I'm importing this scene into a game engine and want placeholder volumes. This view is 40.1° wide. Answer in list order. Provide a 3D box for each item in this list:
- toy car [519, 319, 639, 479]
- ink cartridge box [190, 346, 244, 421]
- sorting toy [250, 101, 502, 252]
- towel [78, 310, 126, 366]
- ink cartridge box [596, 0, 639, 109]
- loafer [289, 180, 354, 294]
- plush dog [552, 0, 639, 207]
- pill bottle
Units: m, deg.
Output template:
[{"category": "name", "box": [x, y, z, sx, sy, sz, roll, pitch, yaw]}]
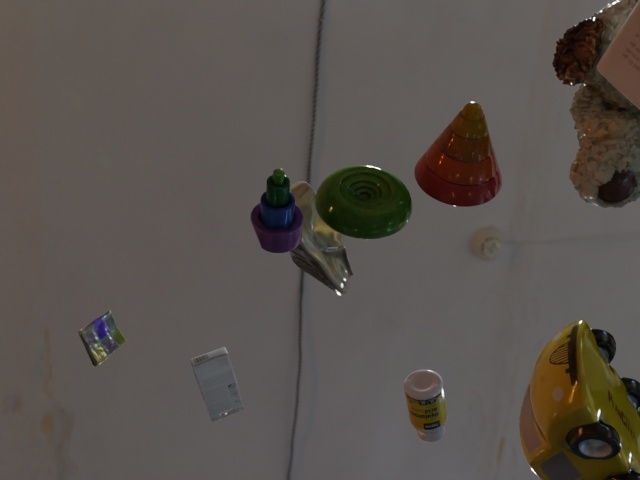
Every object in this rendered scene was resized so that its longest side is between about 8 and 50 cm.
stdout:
[{"category": "toy car", "box": [0.174, 0.136, 0.480, 0.053, 0.225, 0.239, -17, -84, 29]}, {"category": "ink cartridge box", "box": [-0.173, 0.243, 1.483, 0.062, 0.029, 0.115, -19, -65, -11]}, {"category": "sorting toy", "box": [0.082, -0.094, 1.112, 0.365, 0.127, 0.126, -18, -40, -21]}, {"category": "towel", "box": [-0.329, 0.147, 1.324, 0.009, 0.083, 0.060, -17, -78, 28]}, {"category": "ink cartridge box", "box": [0.473, -0.227, 0.745, 0.166, 0.285, 0.395, 1, -48, -33]}, {"category": "loafer", "box": [0.000, 0.000, 1.368, 0.092, 0.102, 0.268, -51, -31, -9]}, {"category": "plush dog", "box": [0.395, -0.196, 1.104, 0.262, 0.210, 0.225, -18, -58, -12]}, {"category": "pill bottle", "box": [0.177, 0.276, 1.453, 0.065, 0.065, 0.116, -21, -56, -11]}]
